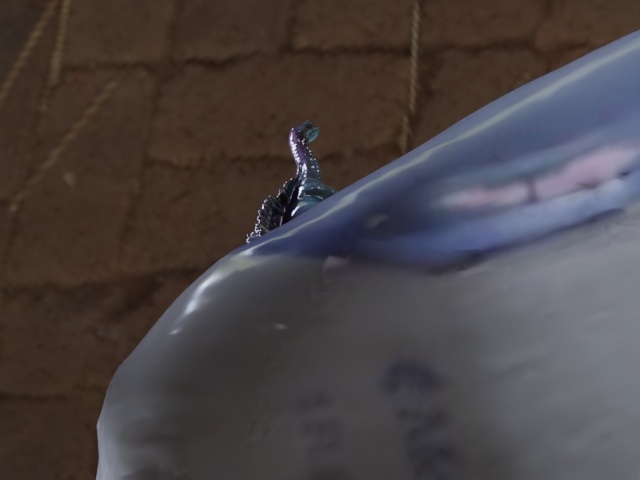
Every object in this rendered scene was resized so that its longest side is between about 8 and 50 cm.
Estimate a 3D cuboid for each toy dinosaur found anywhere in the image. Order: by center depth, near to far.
[{"bbox_3d":[0.000,0.000,0.983,0.080,0.045,0.197,12,43,-9],"label":"toy dinosaur"}]

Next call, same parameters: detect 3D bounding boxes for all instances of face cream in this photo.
[{"bbox_3d":[0.124,0.037,0.377,0.420,0.137,0.234,-23,59,16],"label":"face cream"}]
